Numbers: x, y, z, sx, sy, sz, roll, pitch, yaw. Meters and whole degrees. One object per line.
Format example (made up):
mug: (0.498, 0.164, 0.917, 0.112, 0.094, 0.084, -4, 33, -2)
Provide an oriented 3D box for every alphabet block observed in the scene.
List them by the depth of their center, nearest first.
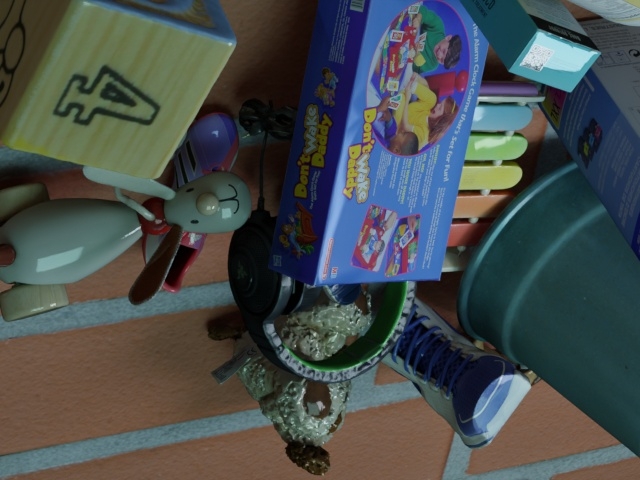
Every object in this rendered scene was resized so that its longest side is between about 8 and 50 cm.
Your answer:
alphabet block: (-0.233, -0.210, 1.647, 0.193, 0.192, 0.197, 13, 127, -33)

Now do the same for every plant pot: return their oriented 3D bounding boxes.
plant pot: (0.421, 0.107, 2.112, 0.341, 0.334, 0.341, -27, 142, -24)

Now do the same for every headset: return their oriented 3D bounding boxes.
headset: (0.000, 0.000, 1.909, 0.243, 0.185, 0.394, -37, 116, -23)

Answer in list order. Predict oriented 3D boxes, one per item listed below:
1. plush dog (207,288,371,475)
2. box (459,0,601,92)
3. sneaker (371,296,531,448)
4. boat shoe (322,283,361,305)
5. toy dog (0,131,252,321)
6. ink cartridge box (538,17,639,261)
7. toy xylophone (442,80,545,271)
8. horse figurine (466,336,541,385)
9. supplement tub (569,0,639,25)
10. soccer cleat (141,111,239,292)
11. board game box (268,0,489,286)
plush dog: (-0.032, 0.200, 2.166, 0.210, 0.262, 0.225, -2, 133, 24)
box: (0.215, -0.273, 1.756, 0.100, 0.244, 0.060, 14, 125, -35)
sneaker: (0.158, 0.172, 2.148, 0.182, 0.315, 0.127, 36, 90, -13)
boat shoe: (-0.012, 0.006, 2.053, 0.066, 0.066, 0.183, -34, 114, -23)
toy dog: (-0.263, -0.015, 1.782, 0.333, 0.220, 0.161, -36, 178, 11)
ink cartridge box: (0.481, -0.115, 1.932, 0.270, 0.395, 0.151, -10, 136, -16)
toy xylophone: (0.158, -0.091, 2.036, 0.236, 0.081, 0.323, -8, 135, -18)
horse figurine: (0.275, 0.177, 2.376, 0.263, 0.066, 0.174, 24, 112, -37)
supplement tub: (0.319, -0.377, 1.706, 0.331, 0.241, 0.241, 15, 124, -36)
soccer cleat: (-0.156, -0.046, 1.919, 0.083, 0.095, 0.248, 7, 129, -31)
board game box: (0.076, -0.125, 1.805, 0.233, 0.078, 0.347, 0, 105, -48)
